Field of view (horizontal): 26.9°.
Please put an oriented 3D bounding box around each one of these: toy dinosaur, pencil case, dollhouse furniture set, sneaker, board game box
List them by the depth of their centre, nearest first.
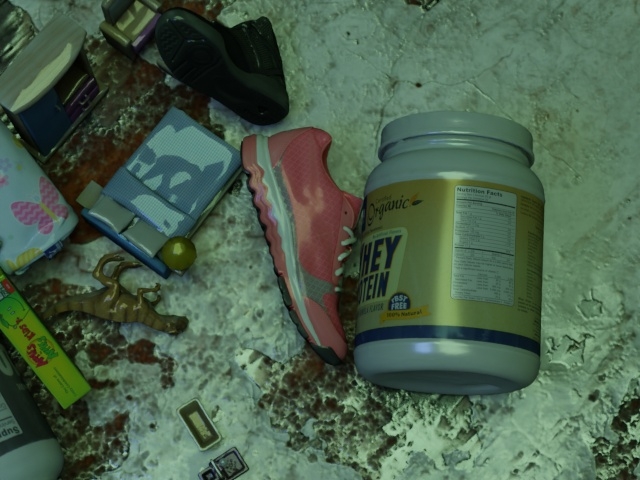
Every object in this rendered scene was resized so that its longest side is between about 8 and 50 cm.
[{"bbox_3d":[-0.357,0.115,1.647,0.043,0.092,0.181,-37,110,-10],"label":"board game box"},{"bbox_3d":[-0.156,0.257,1.660,0.091,0.081,0.114,-32,78,-9],"label":"dollhouse furniture set"},{"bbox_3d":[-0.427,-0.086,1.685,0.124,0.113,0.273,-39,102,-11],"label":"pencil case"},{"bbox_3d":[0.000,0.000,1.694,0.136,0.116,0.314,-18,86,0],"label":"sneaker"},{"bbox_3d":[-0.214,-0.152,1.705,0.303,0.198,0.286,37,78,7],"label":"dollhouse furniture set"},{"bbox_3d":[-0.274,0.077,1.715,0.211,0.064,0.112,6,77,1],"label":"toy dinosaur"},{"bbox_3d":[-0.129,-0.254,1.744,0.087,0.227,0.130,-29,49,31],"label":"sneaker"}]

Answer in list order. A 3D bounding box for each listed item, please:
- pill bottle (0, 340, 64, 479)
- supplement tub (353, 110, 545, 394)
[{"bbox_3d":[-0.435,0.234,1.599,0.204,0.204,0.361,-30,79,-8],"label":"pill bottle"},{"bbox_3d":[0.161,0.020,1.652,0.228,0.228,0.316,4,75,0],"label":"supplement tub"}]
